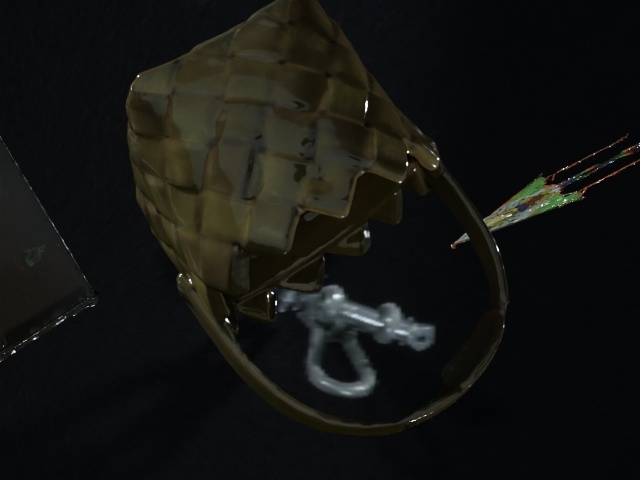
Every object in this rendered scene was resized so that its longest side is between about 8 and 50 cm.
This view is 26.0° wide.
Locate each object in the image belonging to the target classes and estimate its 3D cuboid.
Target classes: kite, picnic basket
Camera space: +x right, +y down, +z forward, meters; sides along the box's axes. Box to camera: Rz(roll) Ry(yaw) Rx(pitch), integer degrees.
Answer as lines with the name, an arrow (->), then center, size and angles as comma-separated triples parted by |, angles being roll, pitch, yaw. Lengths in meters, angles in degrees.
kite -> 0.215, -0.053, 1.142 | 0.244, 0.198, 0.006 | -29, -83, 7
picnic basket -> 0.000, 0.000, 0.595 | 0.128, 0.138, 0.178 | -38, -99, -13

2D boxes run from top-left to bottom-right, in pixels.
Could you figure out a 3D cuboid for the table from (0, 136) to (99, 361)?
table -> -0.379, 0.010, 1.124 | 0.282, 0.196, 0.250 | -35, -70, -17
